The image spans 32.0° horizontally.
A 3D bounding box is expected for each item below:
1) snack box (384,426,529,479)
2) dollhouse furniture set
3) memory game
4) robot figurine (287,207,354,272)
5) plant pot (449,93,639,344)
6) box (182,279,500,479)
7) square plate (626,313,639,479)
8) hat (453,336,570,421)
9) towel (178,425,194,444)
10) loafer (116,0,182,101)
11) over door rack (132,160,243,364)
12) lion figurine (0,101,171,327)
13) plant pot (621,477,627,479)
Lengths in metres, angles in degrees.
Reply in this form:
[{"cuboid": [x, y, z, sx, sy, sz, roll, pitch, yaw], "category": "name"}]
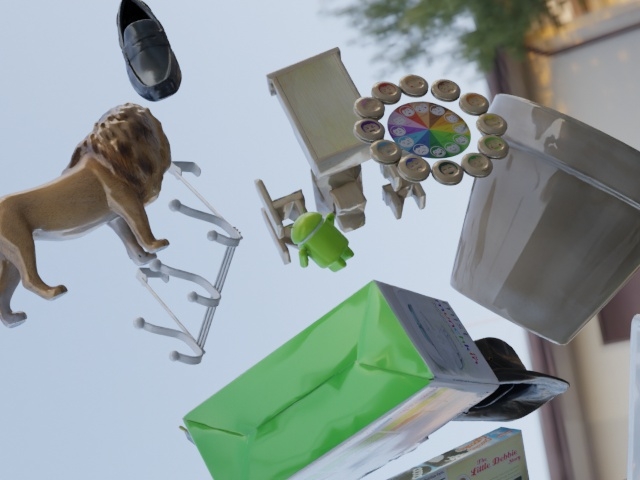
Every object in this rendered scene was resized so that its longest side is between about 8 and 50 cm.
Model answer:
[{"cuboid": [0.257, 0.476, 2.023, 0.322, 0.060, 0.187, -14, -82, -38], "category": "snack box"}, {"cuboid": [0.021, -0.194, 2.491, 0.394, 0.362, 0.256, 81, 165, -63], "category": "dollhouse furniture set"}, {"cuboid": [0.127, -0.130, 1.279, 0.012, 0.186, 0.186, 100, -175, -47], "category": "memory game"}, {"cuboid": [0.000, 0.000, 1.838, 0.115, 0.067, 0.101, 43, -119, -11], "category": "robot figurine"}, {"cuboid": [0.334, -0.014, 1.601, 0.323, 0.323, 0.280, 20, -82, -54], "category": "plant pot"}, {"cuboid": [0.031, 0.175, 1.203, 0.126, 0.262, 0.231, 59, -162, 20], "category": "box"}, {"cuboid": [0.403, 0.241, 0.910, 0.049, 0.344, 0.347, -39, -39, -21], "category": "square plate"}, {"cuboid": [0.337, 0.276, 2.305, 0.331, 0.331, 0.134, 30, -136, -50], "category": "hat"}, {"cuboid": [-0.202, 0.344, 1.872, 0.009, 0.083, 0.060, -46, -22, -15], "category": "towel"}, {"cuboid": [-0.254, -0.277, 1.604, 0.223, 0.076, 0.078, -116, 3, -46], "category": "loafer"}, {"cuboid": [-0.246, 0.028, 1.877, 0.108, 0.239, 0.324, 10, -159, -26], "category": "over door rack"}, {"cuboid": [-0.381, -0.044, 1.668, 0.392, 0.142, 0.240, -26, -95, -23], "category": "lion figurine"}, {"cuboid": [0.667, 0.626, 2.184, 0.263, 0.263, 0.229, -73, -28, -42], "category": "plant pot"}]
